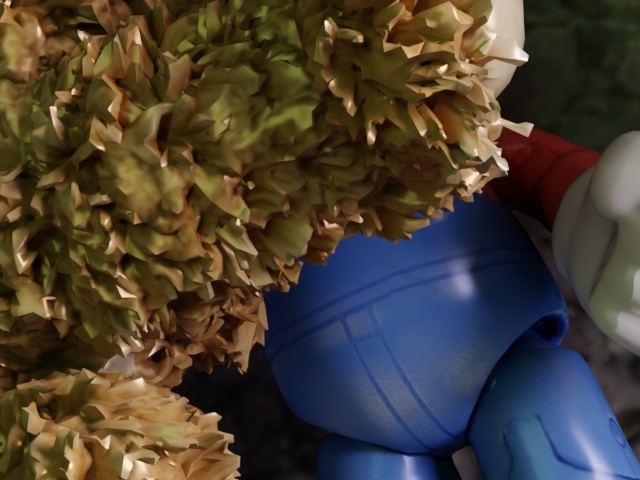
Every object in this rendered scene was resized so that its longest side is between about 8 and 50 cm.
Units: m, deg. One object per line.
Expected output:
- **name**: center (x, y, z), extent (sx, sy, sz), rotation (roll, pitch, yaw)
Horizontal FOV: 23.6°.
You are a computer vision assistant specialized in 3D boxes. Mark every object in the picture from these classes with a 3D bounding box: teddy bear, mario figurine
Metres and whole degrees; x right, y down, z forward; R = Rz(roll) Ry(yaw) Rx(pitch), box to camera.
- **teddy bear**: center (-0.087, -0.010, 0.409), extent (0.338, 0.113, 0.245), rotation (-25, 73, 36)
- **mario figurine**: center (0.000, 0.000, 0.465), extent (0.198, 0.170, 0.320), rotation (-15, 69, -11)
